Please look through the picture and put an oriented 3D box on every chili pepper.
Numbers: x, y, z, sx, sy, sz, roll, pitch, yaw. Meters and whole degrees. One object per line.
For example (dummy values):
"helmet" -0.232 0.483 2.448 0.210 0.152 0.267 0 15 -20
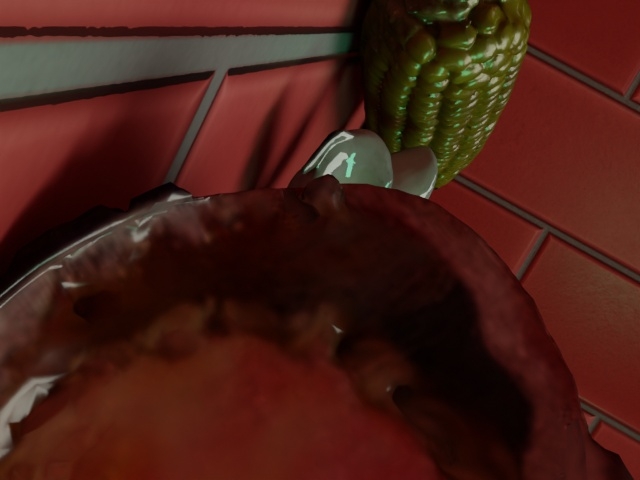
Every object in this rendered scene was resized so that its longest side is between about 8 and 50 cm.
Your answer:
"chili pepper" -0.044 0.103 0.445 0.251 0.229 0.305 -62 -174 -10

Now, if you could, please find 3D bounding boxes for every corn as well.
"corn" 0.089 -0.121 0.790 0.120 0.120 0.363 -60 173 -8

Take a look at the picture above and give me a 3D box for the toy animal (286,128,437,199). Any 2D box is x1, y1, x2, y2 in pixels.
"toy animal" -0.024 0.079 0.680 0.208 0.154 0.325 -5 112 -70

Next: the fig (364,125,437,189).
"fig" 0.089 -0.099 1.084 0.084 0.098 0.082 -72 -177 -46
